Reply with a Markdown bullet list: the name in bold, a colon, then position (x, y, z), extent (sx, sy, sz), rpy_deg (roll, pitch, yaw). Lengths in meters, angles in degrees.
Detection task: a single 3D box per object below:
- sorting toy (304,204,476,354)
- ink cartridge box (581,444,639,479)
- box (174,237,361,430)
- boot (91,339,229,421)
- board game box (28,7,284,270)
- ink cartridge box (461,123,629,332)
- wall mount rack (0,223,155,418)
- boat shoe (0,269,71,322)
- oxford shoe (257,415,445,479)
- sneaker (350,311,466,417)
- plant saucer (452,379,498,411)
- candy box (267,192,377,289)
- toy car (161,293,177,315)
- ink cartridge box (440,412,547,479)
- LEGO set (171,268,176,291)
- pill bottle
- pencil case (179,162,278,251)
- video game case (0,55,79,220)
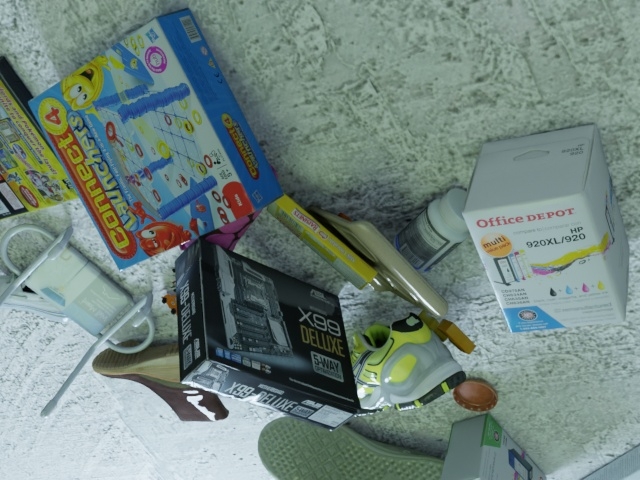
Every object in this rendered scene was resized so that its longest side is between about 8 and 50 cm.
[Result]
- **sorting toy**: position (0.119, 0.056, 1.462), extent (0.307, 0.041, 0.229), rpy_deg (45, 170, -21)
- **ink cartridge box**: position (0.655, 0.533, 1.736), extent (0.324, 0.071, 0.330), rpy_deg (31, 132, -8)
- **box**: position (-0.087, 0.154, 1.483), extent (0.307, 0.242, 0.076), rpy_deg (25, 128, -33)
- **boot**: position (-0.329, 0.303, 1.882), extent (0.248, 0.090, 0.207), rpy_deg (-6, 126, 21)
- **board game box**: position (-0.254, -0.142, 1.390), extent (0.302, 0.086, 0.308), rpy_deg (-22, 99, 34)
- **ink cartridge box**: position (0.325, -0.015, 1.296), extent (0.171, 0.168, 0.232), rpy_deg (-9, 126, 28)
- **wall mount rack**: position (-0.495, 0.149, 1.726), extent (0.304, 0.130, 0.350), rpy_deg (-43, 109, 13)
- **boat shoe**: position (-0.587, 0.092, 1.810), extent (0.226, 0.083, 0.076), rpy_deg (14, 124, -8)
- **oxford shoe**: position (0.089, 0.467, 1.844), extent (0.449, 0.169, 0.130), rpy_deg (12, 170, 13)
- **sneaker**: position (0.110, 0.215, 1.599), extent (0.385, 0.145, 0.147), rpy_deg (-30, 85, 58)
- **plant saucer**: position (0.285, 0.284, 1.688), extent (0.083, 0.013, 0.083), rpy_deg (11, 133, 12)
- **candy box**: position (0.000, 0.000, 1.464), extent (0.206, 0.027, 0.105), rpy_deg (40, 171, 2)
- **toy car**: position (-0.252, 0.140, 1.758), extent (0.040, 0.060, 0.122), rpy_deg (-44, 134, -3)
- **ink cartridge box**: position (0.331, 0.456, 1.726), extent (0.093, 0.154, 0.212), rpy_deg (-25, 117, 34)
- **LEGO set**: position (-0.254, 0.073, 1.696), extent (0.054, 0.023, 0.083), rpy_deg (62, 147, 3)
- **pill bottle**: position (0.181, -0.016, 1.413), extent (0.078, 0.078, 0.137), rpy_deg (34, 133, -11)
- **pencil case**: position (-0.152, -0.049, 1.491), extent (0.098, 0.095, 0.209), rpy_deg (5, 139, -32)
- **video game case**: position (-0.559, -0.165, 1.588), extent (0.248, 0.035, 0.275), rpy_deg (-11, 124, 29)
